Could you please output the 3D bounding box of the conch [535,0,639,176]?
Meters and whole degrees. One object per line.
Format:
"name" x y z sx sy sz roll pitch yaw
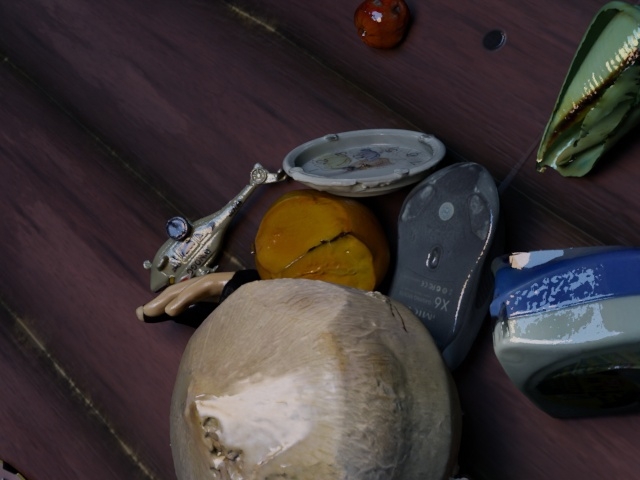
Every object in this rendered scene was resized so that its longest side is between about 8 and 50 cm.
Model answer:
"conch" 0.381 -0.195 1.503 0.143 0.137 0.250 29 87 36

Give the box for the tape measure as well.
"tape measure" 0.338 0.112 1.332 0.262 0.259 0.138 -7 67 24

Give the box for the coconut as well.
"coconut" -0.025 0.222 1.399 0.346 0.360 0.346 -17 68 49

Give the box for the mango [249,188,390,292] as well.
"mango" 0.000 0.000 1.637 0.187 0.138 0.257 -16 26 5

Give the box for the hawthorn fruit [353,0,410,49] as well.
"hawthorn fruit" 0.099 -0.345 1.783 0.093 0.093 0.093 -13 64 27

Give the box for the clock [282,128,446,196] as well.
"clock" 0.065 -0.105 1.645 0.236 0.236 0.053 9 118 34

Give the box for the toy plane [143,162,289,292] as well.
"toy plane" -0.166 -0.019 1.802 0.108 0.092 0.286 43 96 15

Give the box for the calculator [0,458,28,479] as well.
"calculator" -0.556 0.432 1.878 0.236 0.033 0.157 14 78 37

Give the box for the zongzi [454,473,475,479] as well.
"zongzi" 0.121 0.352 1.479 0.160 0.078 0.176 -50 36 -13

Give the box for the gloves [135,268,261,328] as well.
"gloves" -0.142 0.134 1.677 0.301 0.152 0.197 12 114 30

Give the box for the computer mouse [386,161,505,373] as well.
"computer mouse" 0.162 0.079 1.559 0.167 0.090 0.379 21 94 46
